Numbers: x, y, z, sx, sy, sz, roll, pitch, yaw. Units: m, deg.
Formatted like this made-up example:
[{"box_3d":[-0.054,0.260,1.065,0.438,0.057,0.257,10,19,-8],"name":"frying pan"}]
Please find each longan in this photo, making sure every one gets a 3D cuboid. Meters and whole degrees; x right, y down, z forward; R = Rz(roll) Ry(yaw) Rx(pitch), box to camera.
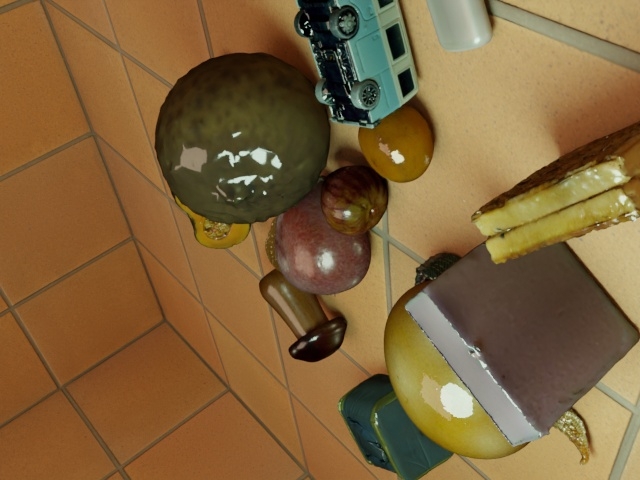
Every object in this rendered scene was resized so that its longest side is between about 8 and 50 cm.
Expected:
[{"box_3d":[-0.163,-0.216,1.628,0.391,0.391,0.391,43,153,29],"name":"longan"}]

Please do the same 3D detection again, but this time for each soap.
[{"box_3d":[0.337,0.133,1.227,0.296,0.285,0.107,54,155,9],"name":"soap"}]

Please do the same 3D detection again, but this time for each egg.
[{"box_3d":[0.268,0.234,1.386,0.351,0.282,0.283,51,156,18],"name":"egg"}]

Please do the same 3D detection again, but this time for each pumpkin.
[{"box_3d":[-0.320,-0.162,2.245,0.232,0.241,0.325,-106,0,-47],"name":"pumpkin"}]

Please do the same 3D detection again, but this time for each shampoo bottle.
[{"box_3d":[0.191,-0.398,1.123,0.108,0.051,0.221,18,136,58],"name":"shampoo bottle"}]

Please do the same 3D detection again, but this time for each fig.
[{"box_3d":[0.069,-0.104,1.619,0.148,0.149,0.202,94,167,-54],"name":"fig"}]

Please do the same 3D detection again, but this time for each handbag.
[{"box_3d":[0.206,0.500,2.014,0.263,0.222,0.241,62,160,-9],"name":"handbag"}]

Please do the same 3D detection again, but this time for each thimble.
[{"box_3d":[0.264,0.101,1.561,0.118,0.090,0.135,23,138,47],"name":"thimble"}]

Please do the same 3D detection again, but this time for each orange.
[{"box_3d":[0.145,-0.185,1.392,0.156,0.124,0.156,50,173,9],"name":"orange"}]

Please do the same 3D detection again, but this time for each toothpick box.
[{"box_3d":[-0.052,0.215,2.194,0.294,0.192,0.192,58,157,11],"name":"toothpick box"}]

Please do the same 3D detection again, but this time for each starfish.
[{"box_3d":[0.404,0.306,1.561,0.293,0.084,0.302,13,135,56],"name":"starfish"}]

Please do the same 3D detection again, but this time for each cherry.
[{"box_3d":[0.000,0.000,1.786,0.261,0.221,0.308,15,118,60],"name":"cherry"}]

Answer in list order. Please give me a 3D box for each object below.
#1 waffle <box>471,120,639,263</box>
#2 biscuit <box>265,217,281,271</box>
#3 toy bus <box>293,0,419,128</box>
[{"box_3d":[0.365,-0.078,0.995,0.091,0.212,0.308,59,157,-1],"name":"waffle"},{"box_3d":[-0.083,0.015,2.113,0.170,0.050,0.170,11,107,40],"name":"biscuit"},{"box_3d":[0.066,-0.350,1.279,0.133,0.164,0.272,21,138,51],"name":"toy bus"}]
